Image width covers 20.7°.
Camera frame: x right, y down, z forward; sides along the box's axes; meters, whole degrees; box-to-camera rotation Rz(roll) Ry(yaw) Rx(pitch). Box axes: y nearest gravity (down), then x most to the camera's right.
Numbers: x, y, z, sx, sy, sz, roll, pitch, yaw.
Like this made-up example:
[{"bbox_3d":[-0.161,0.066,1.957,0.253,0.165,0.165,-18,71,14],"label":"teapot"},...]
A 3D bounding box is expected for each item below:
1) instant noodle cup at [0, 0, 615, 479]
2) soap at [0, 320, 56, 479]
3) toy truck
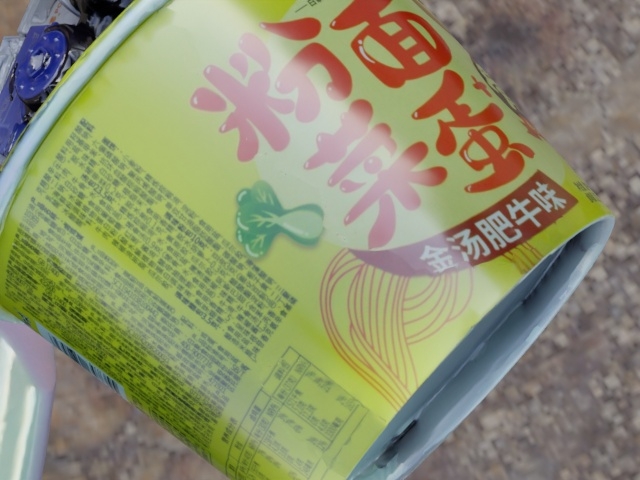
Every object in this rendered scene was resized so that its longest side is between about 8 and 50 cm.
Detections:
[{"bbox_3d":[0.000,0.000,0.934,0.311,0.221,0.311,-44,167,-13],"label":"instant noodle cup"},{"bbox_3d":[-0.267,0.151,1.159,0.109,0.324,0.193,25,145,-31],"label":"soap"},{"bbox_3d":[-0.165,-0.135,1.304,0.161,0.177,0.213,33,73,-39],"label":"toy truck"}]
